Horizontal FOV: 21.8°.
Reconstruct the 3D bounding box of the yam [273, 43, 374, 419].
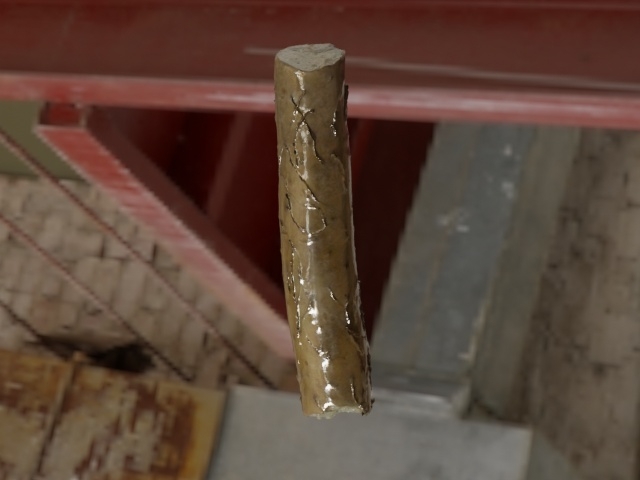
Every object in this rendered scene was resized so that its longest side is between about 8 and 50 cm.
[{"bbox_3d":[0.000,0.000,0.619,0.032,0.032,0.145,-35,-54,-54],"label":"yam"}]
